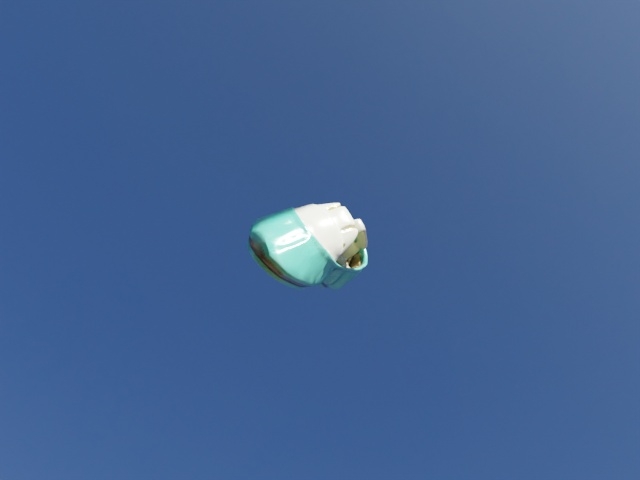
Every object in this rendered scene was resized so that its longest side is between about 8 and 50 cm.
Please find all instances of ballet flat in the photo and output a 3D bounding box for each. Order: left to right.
[{"bbox_3d":[0.000,0.000,0.679,0.087,0.247,0.083,-39,-103,6],"label":"ballet flat"}]
